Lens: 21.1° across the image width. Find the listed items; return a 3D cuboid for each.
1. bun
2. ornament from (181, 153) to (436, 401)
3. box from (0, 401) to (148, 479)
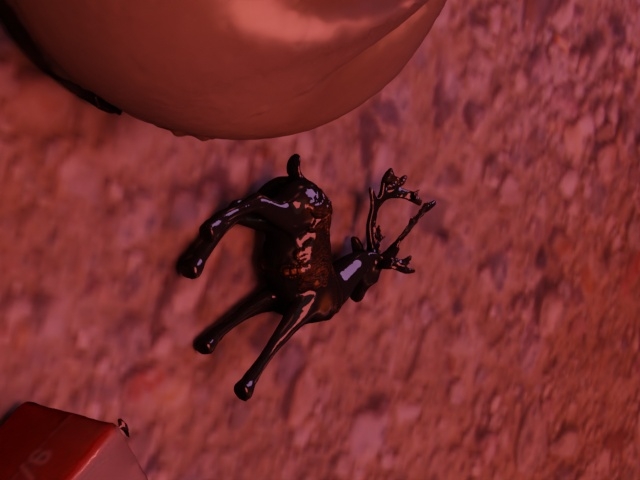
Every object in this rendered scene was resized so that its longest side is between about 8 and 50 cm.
[{"bbox_3d":[-0.012,-0.113,0.515,0.173,0.120,0.173,-16,110,-51],"label":"bun"},{"bbox_3d":[0.000,0.000,0.634,0.125,0.028,0.073,-32,123,-42],"label":"ornament"},{"bbox_3d":[-0.120,0.168,0.505,0.229,0.050,0.123,-50,132,-32],"label":"box"}]
